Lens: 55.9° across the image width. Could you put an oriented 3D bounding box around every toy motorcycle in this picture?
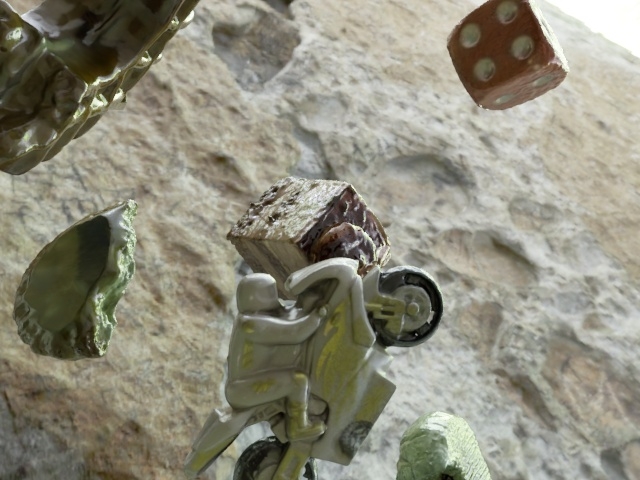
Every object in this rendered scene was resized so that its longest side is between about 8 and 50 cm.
[{"bbox_3d":[-0.022,0.140,0.684,0.223,0.108,0.340,36,-96,-7],"label":"toy motorcycle"}]

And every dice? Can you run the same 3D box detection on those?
[{"bbox_3d":[0.369,-0.365,1.191,0.175,0.179,0.173,2,-115,-58],"label":"dice"}]

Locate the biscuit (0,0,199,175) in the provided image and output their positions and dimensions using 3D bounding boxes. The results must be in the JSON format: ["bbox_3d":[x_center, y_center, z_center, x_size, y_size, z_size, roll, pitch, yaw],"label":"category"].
[{"bbox_3d":[-0.195,-0.224,0.559,0.115,0.366,0.268,42,-161,-13],"label":"biscuit"}]

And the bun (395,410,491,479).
[{"bbox_3d":[0.206,0.407,1.040,0.204,0.127,0.212,15,-126,-51],"label":"bun"}]

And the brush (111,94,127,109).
[{"bbox_3d":[-0.313,-0.259,0.911,0.047,0.103,0.233,1,-174,-20],"label":"brush"}]

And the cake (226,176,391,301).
[{"bbox_3d":[0.000,0.000,1.117,0.293,0.196,0.198,6,-135,51],"label":"cake"}]

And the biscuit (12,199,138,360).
[{"bbox_3d":[-0.456,0.082,1.155,0.329,0.078,0.335,-40,-128,3],"label":"biscuit"}]
